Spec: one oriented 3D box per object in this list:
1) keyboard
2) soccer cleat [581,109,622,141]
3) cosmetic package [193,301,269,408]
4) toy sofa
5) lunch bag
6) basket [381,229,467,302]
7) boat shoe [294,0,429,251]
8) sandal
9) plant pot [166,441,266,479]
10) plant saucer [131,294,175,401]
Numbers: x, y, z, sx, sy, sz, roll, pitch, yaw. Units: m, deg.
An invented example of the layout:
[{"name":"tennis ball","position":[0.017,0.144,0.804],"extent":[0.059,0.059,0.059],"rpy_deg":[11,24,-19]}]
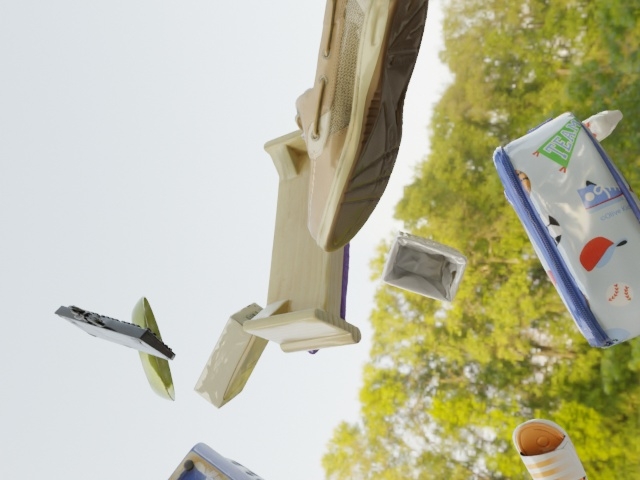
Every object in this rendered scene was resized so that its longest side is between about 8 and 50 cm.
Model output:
[{"name":"keyboard","position":[-0.287,0.117,0.908],"extent":[0.108,0.180,0.023],"rpy_deg":[50,-124,-48]},{"name":"soccer cleat","position":[0.570,-0.228,1.418],"extent":[0.068,0.076,0.196],"rpy_deg":[63,175,2]},{"name":"cosmetic package","position":[-0.266,0.363,2.117],"extent":[0.160,0.113,0.309],"rpy_deg":[-27,-32,-62]},{"name":"toy sofa","position":[0.000,0.000,1.107],"extent":[0.177,0.150,0.362],"rpy_deg":[32,-127,-44]},{"name":"lunch bag","position":[0.294,-0.019,0.724],"extent":[0.243,0.115,0.303],"rpy_deg":[63,-157,12]},{"name":"basket","position":[0.231,0.055,1.505],"extent":[0.103,0.167,0.113],"rpy_deg":[-67,-5,-78]},{"name":"boat shoe","position":[0.033,-0.152,0.808],"extent":[0.122,0.110,0.340],"rpy_deg":[-20,-51,-56]},{"name":"sandal","position":[0.476,0.470,1.299],"extent":[0.265,0.102,0.076],"rpy_deg":[58,-168,-1]},{"name":"plant pot","position":[-0.168,0.499,1.133],"extent":[0.236,0.236,0.212],"rpy_deg":[-52,-42,-20]},{"name":"plant saucer","position":[-0.368,0.239,1.456],"extent":[0.241,0.037,0.240],"rpy_deg":[164,90,-80]}]
